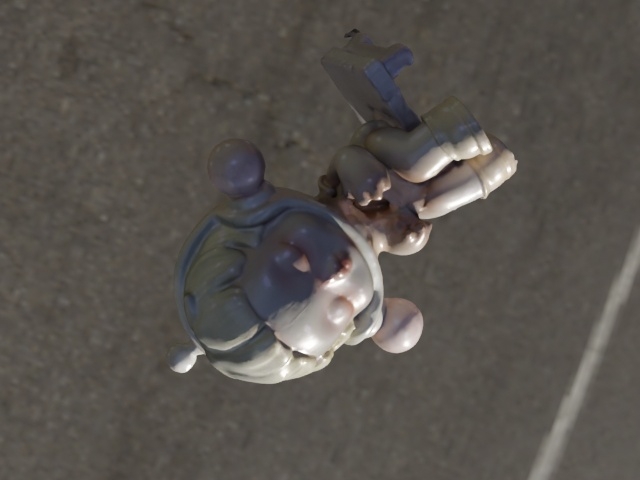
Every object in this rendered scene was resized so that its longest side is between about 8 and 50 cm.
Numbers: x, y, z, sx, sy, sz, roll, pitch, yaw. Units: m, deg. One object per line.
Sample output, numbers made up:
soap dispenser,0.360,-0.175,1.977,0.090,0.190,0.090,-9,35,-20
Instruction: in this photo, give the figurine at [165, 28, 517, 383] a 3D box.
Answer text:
figurine,-0.007,-0.007,1.183,0.256,0.144,0.182,-43,140,-10
